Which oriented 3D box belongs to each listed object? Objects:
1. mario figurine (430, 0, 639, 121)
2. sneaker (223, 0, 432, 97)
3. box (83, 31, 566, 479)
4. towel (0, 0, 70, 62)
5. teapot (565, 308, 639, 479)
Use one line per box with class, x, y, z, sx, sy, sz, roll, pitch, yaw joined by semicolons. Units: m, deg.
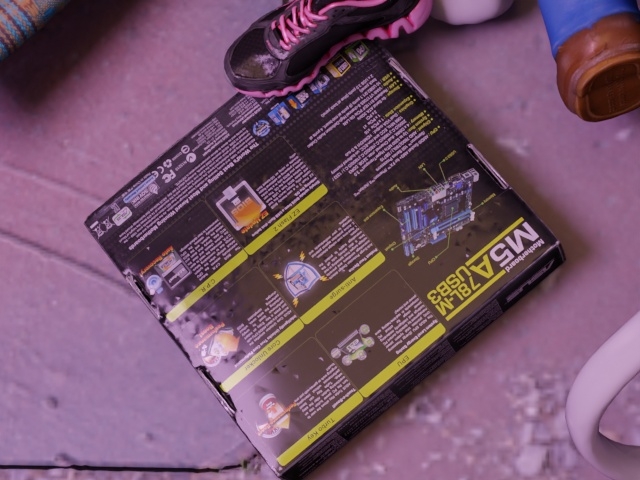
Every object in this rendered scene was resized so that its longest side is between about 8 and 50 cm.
mario figurine;0.138;-0.226;0.863;0.198;0.170;0.321;-16;70;-14
sneaker;0.000;-0.118;0.847;0.119;0.057;0.047;-28;71;3
box;0.000;0.000;0.865;0.190;0.045;0.184;-40;72;-1
towel;-0.178;-0.265;0.938;0.271;0.040;0.370;41;73;19
teapot;0.274;0.024;0.722;0.256;0.187;0.252;19;55;29
